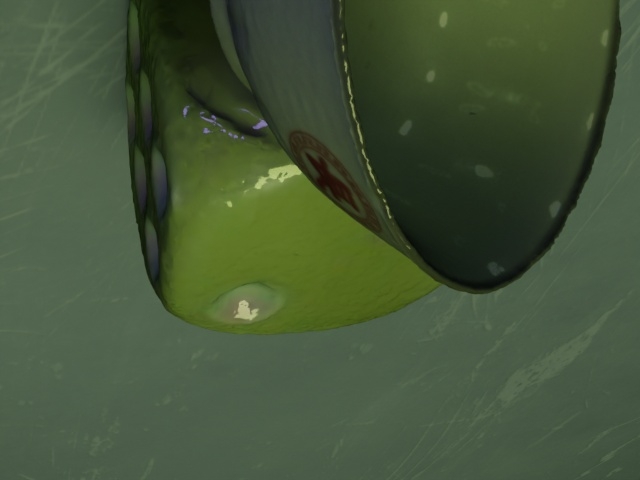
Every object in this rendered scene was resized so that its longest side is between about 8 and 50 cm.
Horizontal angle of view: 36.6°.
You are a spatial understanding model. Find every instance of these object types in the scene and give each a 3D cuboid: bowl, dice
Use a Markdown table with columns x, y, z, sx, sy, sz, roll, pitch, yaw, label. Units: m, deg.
| x | y | z | sx | sy | sz | roll | pitch | yaw | label |
| --- | --- | --- | --- | --- | --- | --- | --- | --- | --- |
| 0.041 | -0.146 | 0.537 | 0.158 | 0.337 | 0.337 | 7 | 161 | 34 | bowl |
| -0.018 | -0.083 | 0.770 | 0.250 | 0.252 | 0.254 | -4 | 145 | -16 | dice |
